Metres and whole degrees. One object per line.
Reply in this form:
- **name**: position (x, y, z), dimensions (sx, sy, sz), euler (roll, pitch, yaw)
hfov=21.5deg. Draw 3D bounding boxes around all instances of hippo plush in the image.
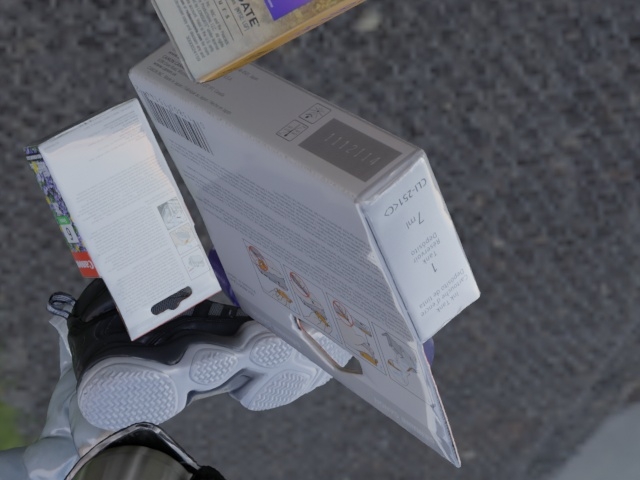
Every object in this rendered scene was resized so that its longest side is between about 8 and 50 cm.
- **hippo plush**: position (-0.281, 0.261, 1.802), dimensions (0.236, 0.294, 0.234), euler (-37, -177, -2)

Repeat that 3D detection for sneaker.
- **sneaker**: position (-0.104, 0.069, 1.472), dimensions (0.269, 0.153, 0.101), euler (-9, 140, -30)

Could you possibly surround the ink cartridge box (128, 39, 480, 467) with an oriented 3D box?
- **ink cartridge box**: position (0.000, 0.000, 1.251), dimensions (0.296, 0.066, 0.261), euler (32, 154, 46)

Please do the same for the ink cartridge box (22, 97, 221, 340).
- **ink cartridge box**: position (-0.105, -0.011, 0.899), dimensions (0.063, 0.115, 0.029), euler (-29, -167, -26)

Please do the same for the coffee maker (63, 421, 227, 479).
- **coffee maker**: position (-0.085, 0.197, 0.946), dimensions (0.171, 0.120, 0.178), euler (22, -169, -1)

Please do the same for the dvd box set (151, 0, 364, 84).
- **dvd box set**: position (0.032, -0.308, 0.923), dimensions (0.420, 0.307, 0.062), euler (-25, -177, 32)

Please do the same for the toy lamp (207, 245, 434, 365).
- **toy lamp**: position (-0.011, 0.064, 1.647), dimensions (0.275, 0.080, 0.080), euler (27, -179, 43)
